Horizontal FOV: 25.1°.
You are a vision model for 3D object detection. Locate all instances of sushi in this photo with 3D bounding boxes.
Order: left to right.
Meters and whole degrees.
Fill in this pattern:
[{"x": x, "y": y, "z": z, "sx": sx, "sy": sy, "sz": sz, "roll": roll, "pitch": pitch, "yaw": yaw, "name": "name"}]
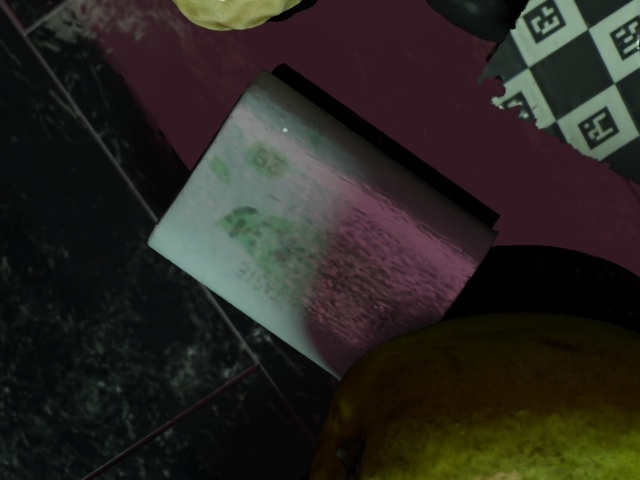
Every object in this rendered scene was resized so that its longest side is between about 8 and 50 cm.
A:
[{"x": 0.293, "y": -0.143, "z": 1.020, "sx": 0.290, "sy": 0.050, "sz": 0.264, "roll": 28, "pitch": 104, "yaw": -25, "name": "sushi"}]

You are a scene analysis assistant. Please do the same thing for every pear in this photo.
[{"x": 0.154, "y": 0.169, "z": 1.048, "sx": 0.307, "sy": 0.253, "sz": 0.253, "roll": 12, "pitch": 103, "yaw": -18, "name": "pear"}]

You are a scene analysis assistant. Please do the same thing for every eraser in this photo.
[{"x": 0.000, "y": 0.000, "z": 1.135, "sx": 0.227, "sy": 0.081, "sz": 0.174, "roll": 35, "pitch": 104, "yaw": -1, "name": "eraser"}]

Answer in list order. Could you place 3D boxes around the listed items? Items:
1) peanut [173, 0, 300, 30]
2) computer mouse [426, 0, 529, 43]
[{"x": -0.001, "y": -0.294, "z": 1.053, "sx": 0.153, "sy": 0.140, "sz": 0.325, "roll": 38, "pitch": 99, "yaw": -19, "name": "peanut"}, {"x": 0.215, "y": -0.258, "z": 1.042, "sx": 0.323, "sy": 0.116, "sz": 0.183, "roll": -28, "pitch": 102, "yaw": 11, "name": "computer mouse"}]
